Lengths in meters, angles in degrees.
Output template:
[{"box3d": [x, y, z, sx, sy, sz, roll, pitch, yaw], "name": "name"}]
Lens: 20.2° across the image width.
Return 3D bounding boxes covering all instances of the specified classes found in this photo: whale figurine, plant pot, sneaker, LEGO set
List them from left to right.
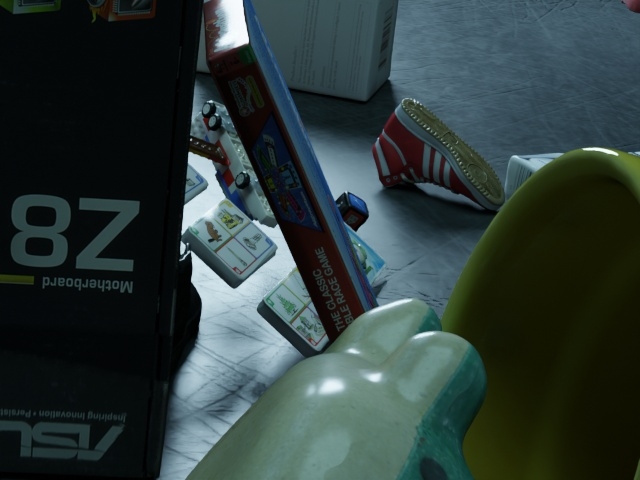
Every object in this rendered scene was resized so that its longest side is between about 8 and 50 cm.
[{"box3d": [-0.101, 0.026, 1.131, 0.051, 0.089, 0.170, 6, 22, -1], "name": "sneaker"}, {"box3d": [-0.045, -0.011, 1.256, 0.182, 0.060, 0.244, 43, 24, 0], "name": "LEGO set"}, {"box3d": [0.013, 0.130, 0.804, 0.141, 0.216, 0.272, 41, 24, -4], "name": "whale figurine"}, {"box3d": [0.093, -0.054, 1.469, 0.118, 0.067, 0.042, 46, 31, 12], "name": "sneaker"}, {"box3d": [0.195, 0.107, 0.834, 0.239, 0.254, 0.254, 16, 19, -17], "name": "plant pot"}]

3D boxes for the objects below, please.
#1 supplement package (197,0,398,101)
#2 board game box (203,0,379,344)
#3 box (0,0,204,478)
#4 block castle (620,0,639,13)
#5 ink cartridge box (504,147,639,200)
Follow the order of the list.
[{"box3d": [-0.023, -0.209, 1.726, 0.179, 0.105, 0.105, 12, 23, 12], "name": "supplement package"}, {"box3d": [0.000, 0.000, 0.995, 0.027, 0.281, 0.145, -21, 22, 5], "name": "board game box"}, {"box3d": [-0.267, -0.042, 0.945, 0.394, 0.318, 0.097, 5, 21, -8], "name": "box"}, {"box3d": [0.547, -0.218, 1.784, 0.303, 0.213, 0.453, -5, 26, -36], "name": "block castle"}, {"box3d": [0.289, -0.022, 1.427, 0.208, 0.045, 0.206, -4, 24, -30], "name": "ink cartridge box"}]
